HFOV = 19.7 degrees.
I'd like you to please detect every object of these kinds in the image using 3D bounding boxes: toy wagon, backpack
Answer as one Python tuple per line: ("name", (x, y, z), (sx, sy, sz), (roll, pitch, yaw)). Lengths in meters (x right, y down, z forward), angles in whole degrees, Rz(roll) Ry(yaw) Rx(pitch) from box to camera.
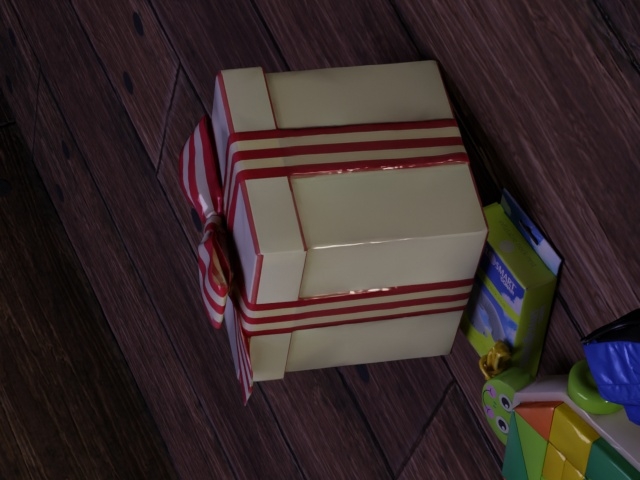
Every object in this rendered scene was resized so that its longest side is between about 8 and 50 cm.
("toy wagon", (0.248, 0.227, 1.690), (0.344, 0.068, 0.267), (43, 147, 33))
("backpack", (0.292, 0.096, 1.479), (0.120, 0.098, 0.101), (-15, 104, 56))

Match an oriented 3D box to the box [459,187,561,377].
("box", (0.179, 0.049, 1.788), (0.109, 0.042, 0.178), (55, 155, 35))

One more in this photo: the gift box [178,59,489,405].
("gift box", (0.000, 0.000, 1.813), (0.276, 0.258, 0.255), (100, 161, -48))
